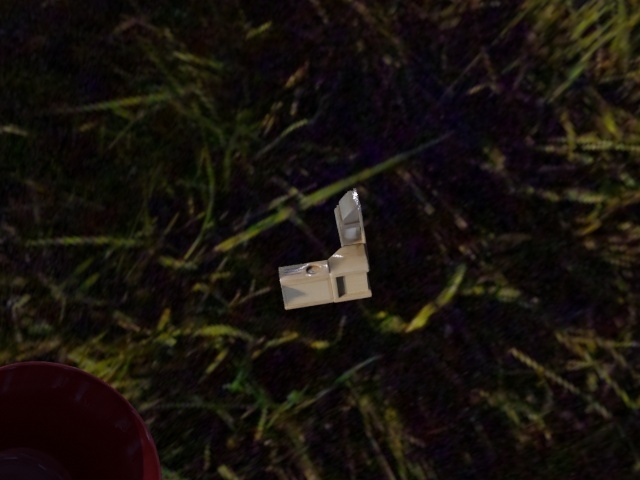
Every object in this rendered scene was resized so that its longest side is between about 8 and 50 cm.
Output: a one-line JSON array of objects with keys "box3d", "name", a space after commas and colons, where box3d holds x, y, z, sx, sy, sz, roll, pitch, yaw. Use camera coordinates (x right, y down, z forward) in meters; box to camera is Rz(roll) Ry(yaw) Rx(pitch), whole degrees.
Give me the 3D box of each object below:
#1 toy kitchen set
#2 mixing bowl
[{"box3d": [0.000, 0.000, 0.928, 0.075, 0.068, 0.083, -9, 40, 0], "name": "toy kitchen set"}, {"box3d": [-0.228, 0.199, 0.893, 0.181, 0.098, 0.181, 19, 49, -23], "name": "mixing bowl"}]
